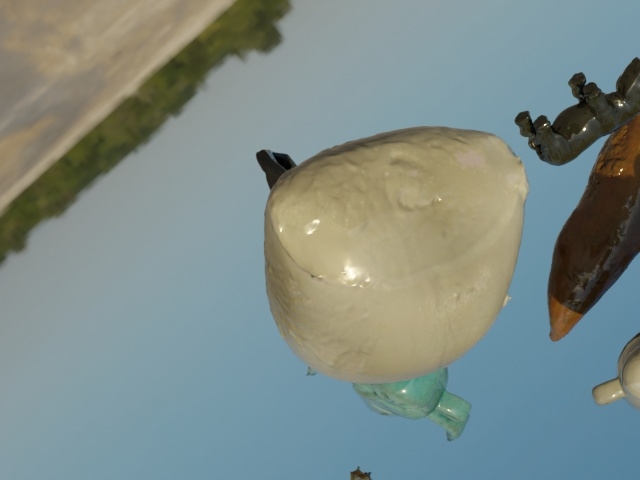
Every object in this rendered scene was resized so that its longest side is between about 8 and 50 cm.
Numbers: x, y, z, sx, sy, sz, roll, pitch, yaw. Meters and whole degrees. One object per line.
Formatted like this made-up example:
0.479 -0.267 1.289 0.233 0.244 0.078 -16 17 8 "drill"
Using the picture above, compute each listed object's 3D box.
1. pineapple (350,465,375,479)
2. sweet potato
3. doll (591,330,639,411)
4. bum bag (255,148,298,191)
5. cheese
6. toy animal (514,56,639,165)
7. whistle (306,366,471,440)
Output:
0.060 0.351 1.983 0.045 0.083 0.019 -14 -149 -20 "pineapple"
0.343 -0.051 1.605 0.354 0.095 0.106 -63 171 -11 "sweet potato"
0.364 0.084 1.285 0.243 0.159 0.311 -5 175 27 "doll"
0.000 0.000 1.576 0.060 0.248 0.123 -40 146 13 "bum bag"
0.052 0.019 1.051 0.198 0.154 0.189 -13 145 -20 "cheese"
0.245 -0.117 1.260 0.136 0.065 0.047 -36 -149 6 "toy animal"
0.083 0.145 1.529 0.274 0.186 0.093 108 7 -76 "whistle"
